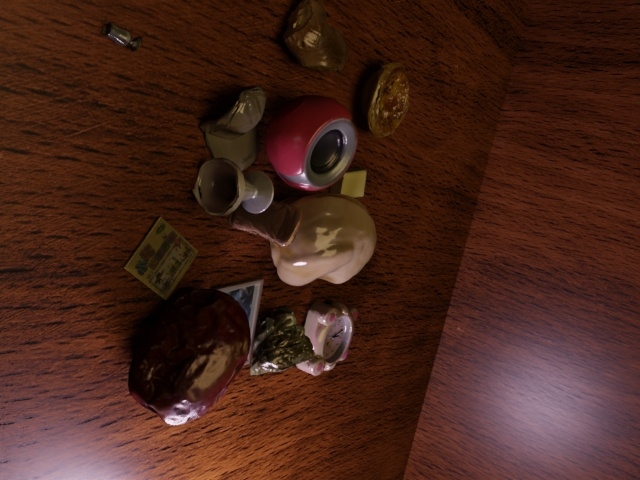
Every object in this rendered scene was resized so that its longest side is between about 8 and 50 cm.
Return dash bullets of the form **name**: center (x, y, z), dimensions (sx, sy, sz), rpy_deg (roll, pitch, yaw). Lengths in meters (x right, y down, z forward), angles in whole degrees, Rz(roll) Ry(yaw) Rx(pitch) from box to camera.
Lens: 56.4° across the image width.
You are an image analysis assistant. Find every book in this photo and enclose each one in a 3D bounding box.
- **book**: center (-0.432, 0.052, 1.632), dimensions (0.167, 0.013, 0.192), rpy_deg (-60, 144, -18)

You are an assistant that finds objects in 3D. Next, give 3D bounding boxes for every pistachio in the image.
- **pistachio**: center (0.000, 0.000, 2.004), dimensions (0.365, 0.281, 0.446), rpy_deg (-47, 138, 16)

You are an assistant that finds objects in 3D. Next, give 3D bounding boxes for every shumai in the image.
- **shumai**: center (-0.151, 0.347, 2.073), dimensions (0.256, 0.189, 0.218), rpy_deg (-10, 91, -53)

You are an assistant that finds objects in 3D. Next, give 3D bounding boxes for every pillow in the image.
- **pillow**: center (-0.164, -0.069, 1.812), dimensions (0.034, 0.211, 0.135), rpy_deg (95, 19, -75)

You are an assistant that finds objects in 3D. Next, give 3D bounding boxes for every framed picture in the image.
- **framed picture**: center (-0.288, 0.284, 1.941), dimensions (0.232, 0.024, 0.314), rpy_deg (-10, 113, -54)

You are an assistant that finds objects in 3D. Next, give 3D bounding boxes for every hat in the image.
- **hat**: center (-0.209, -0.313, 1.691), dimensions (0.214, 0.149, 0.244), rpy_deg (-51, 131, -30)

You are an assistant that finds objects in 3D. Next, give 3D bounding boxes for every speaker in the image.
- **speaker**: center (-0.024, -0.295, 1.839), dimensions (0.294, 0.294, 0.294), rpy_deg (-30, 128, -47)

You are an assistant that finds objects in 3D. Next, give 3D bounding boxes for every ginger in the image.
- **ginger**: center (-0.007, -0.629, 1.843), dimensions (0.276, 0.130, 0.221), rpy_deg (-28, 118, -54)

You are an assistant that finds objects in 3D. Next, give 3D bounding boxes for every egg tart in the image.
- **egg tart**: center (0.235, -0.534, 2.256), dimensions (0.290, 0.115, 0.290), rpy_deg (-33, 133, -45)

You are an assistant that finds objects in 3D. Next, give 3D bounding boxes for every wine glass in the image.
- **wine glass**: center (-0.241, -0.143, 1.697), dimensions (0.197, 0.165, 0.164), rpy_deg (6, 100, -62)
- **wine glass**: center (-0.447, -0.461, 1.345), dimensions (0.083, 0.042, 0.038), rpy_deg (20, 58, -55)

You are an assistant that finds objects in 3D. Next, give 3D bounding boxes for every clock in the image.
- **clock**: center (0.035, 0.380, 2.387), dimensions (0.310, 0.114, 0.283), rpy_deg (4, 100, -58)

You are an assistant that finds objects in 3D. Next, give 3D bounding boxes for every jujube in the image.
- **jujube**: center (-0.351, 0.313, 1.652), dimensions (0.376, 0.277, 0.276), rpy_deg (-56, 144, -22)

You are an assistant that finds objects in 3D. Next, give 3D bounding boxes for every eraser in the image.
- **eraser**: center (0.106, -0.211, 2.263), dimensions (0.172, 0.058, 0.117), rpy_deg (-17, 119, -52)
